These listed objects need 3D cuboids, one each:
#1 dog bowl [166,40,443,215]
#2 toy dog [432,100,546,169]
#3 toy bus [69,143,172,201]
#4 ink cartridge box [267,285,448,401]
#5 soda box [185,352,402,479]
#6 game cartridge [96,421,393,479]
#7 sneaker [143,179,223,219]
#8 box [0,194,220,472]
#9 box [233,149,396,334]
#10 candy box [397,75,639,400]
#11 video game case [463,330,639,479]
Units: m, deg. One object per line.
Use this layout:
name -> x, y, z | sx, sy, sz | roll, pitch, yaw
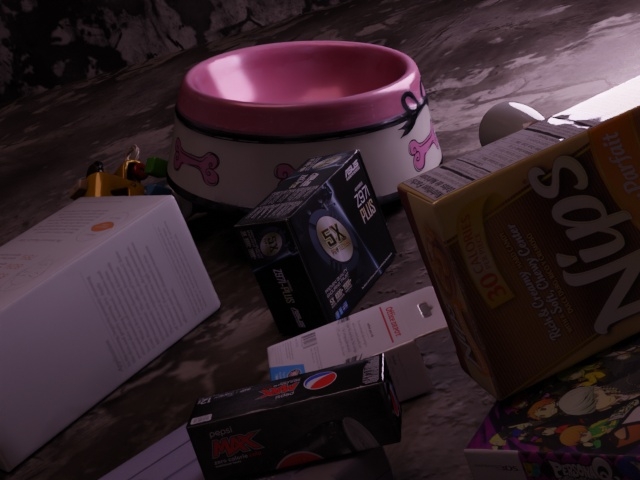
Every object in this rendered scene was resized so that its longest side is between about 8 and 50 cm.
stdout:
dog bowl -> -0.027, -0.178, 1.552 | 0.408, 0.150, 0.408 | -3, 25, 1
toy dog -> 0.222, -0.036, 1.096 | 0.161, 0.220, 0.333 | -56, -3, 12
toy bus -> -0.329, -0.059, 1.636 | 0.104, 0.191, 0.202 | 19, 5, -34
ink cartridge box -> 0.043, 0.118, 1.040 | 0.180, 0.060, 0.104 | -21, 20, 2
soda box -> -0.020, 0.148, 0.881 | 0.169, 0.060, 0.053 | -15, 17, 10
game cartridge -> -0.134, 0.251, 0.867 | 0.355, 0.068, 0.230 | -29, 26, -33
sneaker -> -0.217, -0.073, 1.730 | 0.163, 0.086, 0.226 | -27, 13, -35
box -> -0.332, 0.096, 1.304 | 0.215, 0.168, 0.345 | 2, 30, 45
box -> 0.000, 0.000, 1.248 | 0.077, 0.147, 0.180 | -7, 25, 35
candy box -> 0.243, -0.021, 0.896 | 0.316, 0.183, 0.087 | -25, 18, -10
video game case -> 0.256, 0.116, 0.864 | 0.210, 0.042, 0.232 | -6, 26, 39
